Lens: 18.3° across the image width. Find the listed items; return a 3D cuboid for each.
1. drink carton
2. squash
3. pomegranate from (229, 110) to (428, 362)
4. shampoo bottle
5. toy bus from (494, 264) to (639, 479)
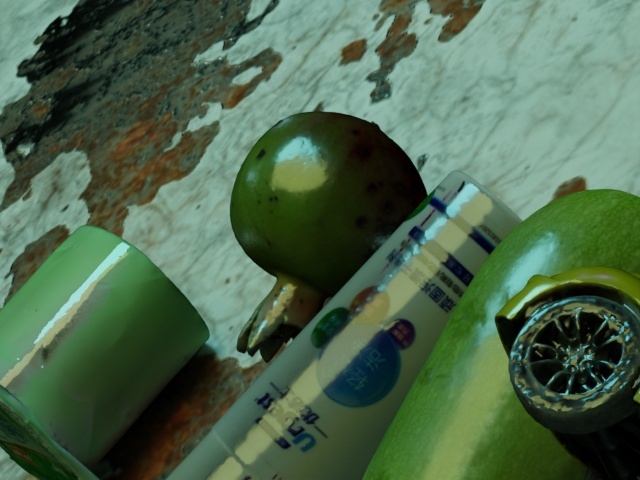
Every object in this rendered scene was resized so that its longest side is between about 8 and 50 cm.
[{"bbox_3d":[-0.163,0.074,1.312,0.142,0.144,0.146,-49,34,-16],"label":"drink carton"},{"bbox_3d":[0.075,0.132,1.013,0.118,0.118,0.370,16,69,53],"label":"squash"},{"bbox_3d":[0.006,-0.001,1.226,0.129,0.129,0.159,-17,63,36],"label":"pomegranate"},{"bbox_3d":[0.006,0.097,1.141,0.303,0.092,0.092,-46,34,-2],"label":"shampoo bottle"},{"bbox_3d":[0.228,0.101,0.795,0.151,0.145,0.331,-46,51,-11],"label":"toy bus"}]
